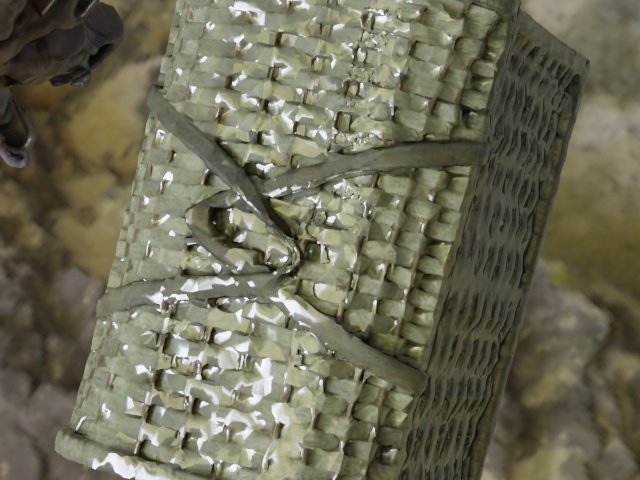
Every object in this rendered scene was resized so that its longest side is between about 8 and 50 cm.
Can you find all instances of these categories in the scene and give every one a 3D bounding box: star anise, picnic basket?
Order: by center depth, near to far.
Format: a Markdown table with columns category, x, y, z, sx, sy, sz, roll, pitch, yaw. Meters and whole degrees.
| category | x | y | z | sx | sy | sz | roll | pitch | yaw |
| --- | --- | --- | --- | --- | --- | --- | --- | --- | --- |
| picnic basket | 0.000 | 0.000 | 0.638 | 0.134 | 0.196 | 0.154 | 15 | -179 | 24 |
| star anise | -0.144 | -0.090 | 0.703 | 0.063 | 0.172 | 0.208 | 52 | -155 | 21 |
